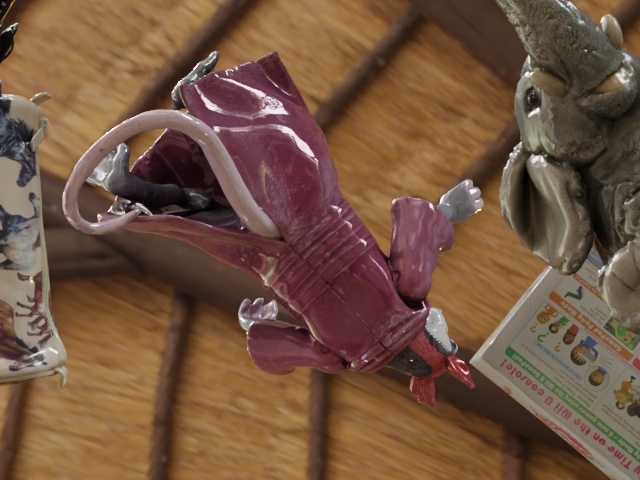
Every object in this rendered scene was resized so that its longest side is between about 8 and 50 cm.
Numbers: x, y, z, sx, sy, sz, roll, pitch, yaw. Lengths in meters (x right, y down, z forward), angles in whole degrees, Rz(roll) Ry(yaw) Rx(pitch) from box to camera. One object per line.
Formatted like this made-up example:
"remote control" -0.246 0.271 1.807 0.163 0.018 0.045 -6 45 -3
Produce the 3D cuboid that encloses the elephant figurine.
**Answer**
"elephant figurine" 0.185 -0.055 0.892 0.239 0.169 0.186 47 -55 29

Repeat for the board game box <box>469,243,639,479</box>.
"board game box" 0.321 0.064 1.347 0.224 0.097 0.303 40 -97 3

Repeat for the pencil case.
"pencil case" -0.431 0.000 1.906 0.184 0.160 0.410 -9 -97 8

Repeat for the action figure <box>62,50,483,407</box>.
"action figure" 0.000 0.000 1.234 0.370 0.276 0.248 44 -83 0

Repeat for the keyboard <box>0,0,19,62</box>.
"keyboard" -0.337 -0.197 1.411 0.038 0.100 0.192 39 -81 34
